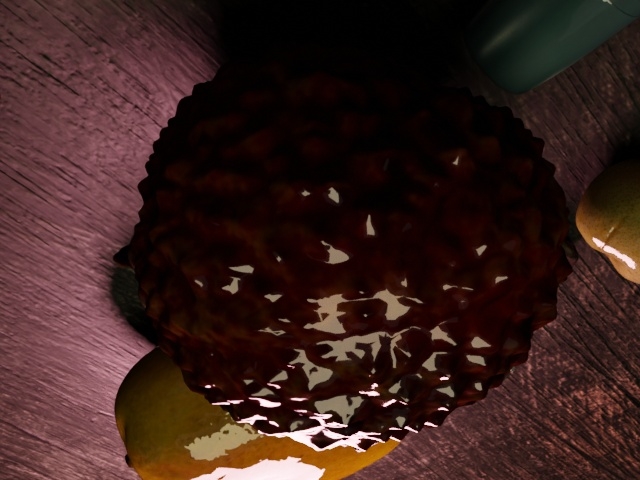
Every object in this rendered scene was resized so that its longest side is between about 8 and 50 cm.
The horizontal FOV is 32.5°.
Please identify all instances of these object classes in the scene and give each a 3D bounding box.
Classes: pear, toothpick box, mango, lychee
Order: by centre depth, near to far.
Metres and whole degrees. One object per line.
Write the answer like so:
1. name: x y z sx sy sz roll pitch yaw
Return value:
1. toothpick box: 0.236 -0.233 1.100 0.120 0.120 0.184 22 135 -33
2. lychee: 0.000 0.000 1.112 0.500 0.425 0.424 -1 144 18
3. pear: 0.402 -0.025 1.365 0.136 0.167 0.167 -44 133 13
4. mango: -0.066 0.238 1.554 0.445 0.220 0.301 -5 137 -21

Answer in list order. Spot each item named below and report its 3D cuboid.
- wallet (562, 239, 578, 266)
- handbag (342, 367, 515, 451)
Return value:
1. wallet: 0.224 0.056 1.511 0.182 0.049 0.229 24 129 -31
2. handbag: 0.096 0.109 1.389 0.260 0.247 0.079 -36 141 27
